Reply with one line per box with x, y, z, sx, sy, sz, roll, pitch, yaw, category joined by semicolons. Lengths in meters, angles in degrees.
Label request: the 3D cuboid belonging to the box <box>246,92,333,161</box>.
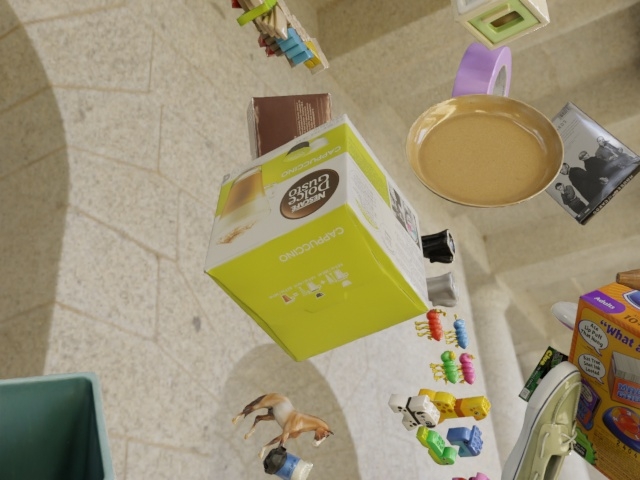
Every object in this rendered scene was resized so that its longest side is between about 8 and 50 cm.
-0.078;-0.278;1.736;0.203;0.166;0.168;-5;1;-11;box

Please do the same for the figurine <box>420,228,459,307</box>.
0.259;0.088;1.813;0.210;0.214;0.092;-12;-33;22;figurine

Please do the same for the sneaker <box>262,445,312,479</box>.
-0.066;0.438;1.301;0.085;0.058;0.152;25;-19;13;sneaker

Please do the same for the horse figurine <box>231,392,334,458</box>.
-0.110;0.455;1.687;0.175;0.263;0.066;-36;-55;-19;horse figurine

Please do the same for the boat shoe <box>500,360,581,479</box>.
0.453;0.383;1.313;0.109;0.094;0.302;0;-67;-38;boat shoe

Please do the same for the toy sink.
0.379;-0.543;1.480;0.153;0.131;0.234;-19;-25;37;toy sink

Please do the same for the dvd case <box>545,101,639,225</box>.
0.561;-0.172;1.472;0.030;0.238;0.179;21;-62;-41;dvd case

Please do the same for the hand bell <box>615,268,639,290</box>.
0.616;0.070;1.114;0.242;0.126;0.126;6;-29;3;hand bell

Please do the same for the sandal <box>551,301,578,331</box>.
0.715;0.258;1.619;0.417;0.169;0.102;20;-75;-24;sandal

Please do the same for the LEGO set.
0.201;0.272;0.951;0.093;0.087;0.227;-18;-62;37;LEGO set

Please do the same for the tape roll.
0.417;-0.368;1.743;0.090;0.274;0.274;14;-23;22;tape roll

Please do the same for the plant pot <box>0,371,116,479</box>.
-0.387;0.338;0.803;0.247;0.248;0.252;-1;-70;-23;plant pot

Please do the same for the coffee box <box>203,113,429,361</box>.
0.000;0.000;1.460;0.338;0.334;0.338;-25;-55;21;coffee box

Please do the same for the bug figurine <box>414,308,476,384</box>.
0.361;0.291;1.839;0.072;0.216;0.279;-22;-24;27;bug figurine

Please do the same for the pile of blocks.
-0.120;-0.502;1.630;0.113;0.148;0.362;-24;-42;25;pile of blocks

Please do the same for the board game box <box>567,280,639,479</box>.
0.731;0.285;1.285;0.357;0.356;0.355;-16;-59;-25;board game box

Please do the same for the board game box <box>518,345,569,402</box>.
0.574;0.341;1.545;0.260;0.030;0.136;25;-81;-32;board game box

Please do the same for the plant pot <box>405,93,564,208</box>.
0.250;-0.135;1.037;0.237;0.236;0.032;-6;-37;2;plant pot
